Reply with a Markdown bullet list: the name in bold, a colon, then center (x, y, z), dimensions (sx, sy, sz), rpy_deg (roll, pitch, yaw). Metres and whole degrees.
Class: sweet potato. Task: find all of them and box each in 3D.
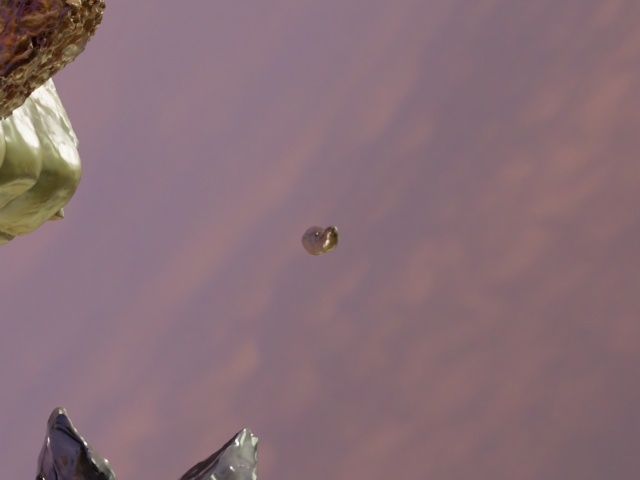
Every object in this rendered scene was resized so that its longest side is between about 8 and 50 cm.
- **sweet potato**: center (0.000, 0.000, 1.566), dimensions (0.026, 0.026, 0.115), rpy_deg (-51, 7, -4)

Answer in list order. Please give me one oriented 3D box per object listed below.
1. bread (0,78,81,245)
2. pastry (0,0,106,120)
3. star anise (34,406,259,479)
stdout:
- **bread**: center (-0.379, -0.125, 1.702), dimensions (0.210, 0.300, 0.341), rpy_deg (-32, -7, 12)
- **pastry**: center (-0.203, -0.098, 1.134), dimensions (0.169, 0.063, 0.087), rpy_deg (-43, -6, -12)
- **star anise**: center (-0.091, 0.192, 1.008), dimensions (0.093, 0.236, 0.229), rpy_deg (-31, 31, 62)
